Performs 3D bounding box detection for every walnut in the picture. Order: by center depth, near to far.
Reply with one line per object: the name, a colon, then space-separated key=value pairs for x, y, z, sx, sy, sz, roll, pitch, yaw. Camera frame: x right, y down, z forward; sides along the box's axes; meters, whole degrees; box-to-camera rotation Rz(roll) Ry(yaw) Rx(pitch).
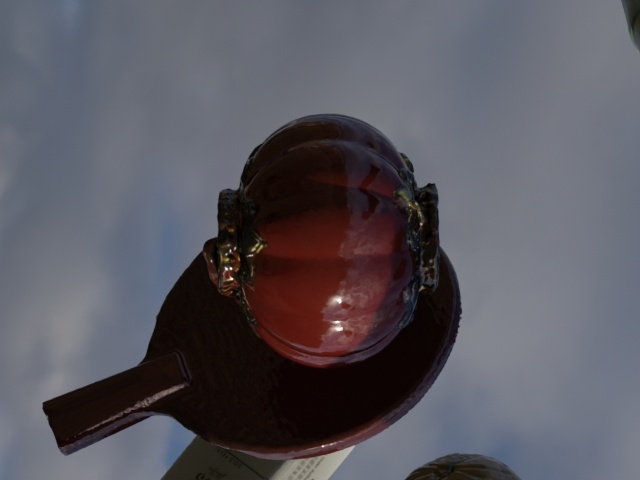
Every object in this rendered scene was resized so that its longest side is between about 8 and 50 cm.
walnut: x=0.197 y=0.401 z=2.503 sx=0.228 sy=0.228 sz=0.228 roll=-167 pitch=-90 yaw=-70

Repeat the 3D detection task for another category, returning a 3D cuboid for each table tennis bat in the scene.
table tennis bat: x=-0.065 y=0.101 z=1.765 sx=0.051 sy=0.414 sz=0.268 roll=70 pitch=-4 yaw=-57

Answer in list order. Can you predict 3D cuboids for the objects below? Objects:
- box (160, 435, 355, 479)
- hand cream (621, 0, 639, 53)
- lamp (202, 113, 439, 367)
box: x=-0.098 y=0.278 z=2.025 sx=0.259 sy=0.071 sz=0.168 roll=-51 pitch=-145 yaw=-8
hand cream: x=0.257 y=-0.210 z=1.464 sx=0.331 sy=0.085 sz=0.058 roll=-87 pitch=-161 yaw=-64
lamp: x=0.000 y=0.000 z=1.630 sx=0.227 sy=0.227 sz=0.227 roll=-167 pitch=-90 yaw=-70
